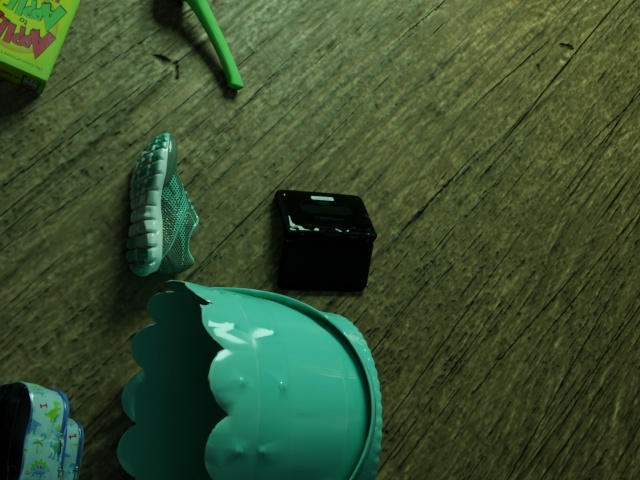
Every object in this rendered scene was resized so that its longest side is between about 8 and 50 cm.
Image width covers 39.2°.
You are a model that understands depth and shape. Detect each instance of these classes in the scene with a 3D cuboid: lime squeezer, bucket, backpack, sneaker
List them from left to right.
[{"bbox_3d":[-0.285,0.198,0.875,0.084,0.105,0.114,20,68,-45],"label":"backpack"},{"bbox_3d":[-0.173,-0.037,1.016,0.076,0.065,0.166,14,75,-40],"label":"sneaker"},{"bbox_3d":[-0.132,-0.347,1.101,0.110,0.059,0.310,8,74,-24],"label":"lime squeezer"},{"bbox_3d":[-0.075,0.182,0.895,0.183,0.281,0.281,8,75,-28],"label":"bucket"}]

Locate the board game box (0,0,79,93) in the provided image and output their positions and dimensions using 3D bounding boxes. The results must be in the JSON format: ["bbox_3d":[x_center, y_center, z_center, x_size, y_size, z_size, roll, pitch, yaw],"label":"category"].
[{"bbox_3d":[-0.319,-0.264,0.996,0.092,0.043,0.181,23,69,-20],"label":"board game box"}]

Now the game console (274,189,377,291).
[{"bbox_3d":[0.000,0.000,1.111,0.122,0.071,0.107,3,47,-26],"label":"game console"}]
